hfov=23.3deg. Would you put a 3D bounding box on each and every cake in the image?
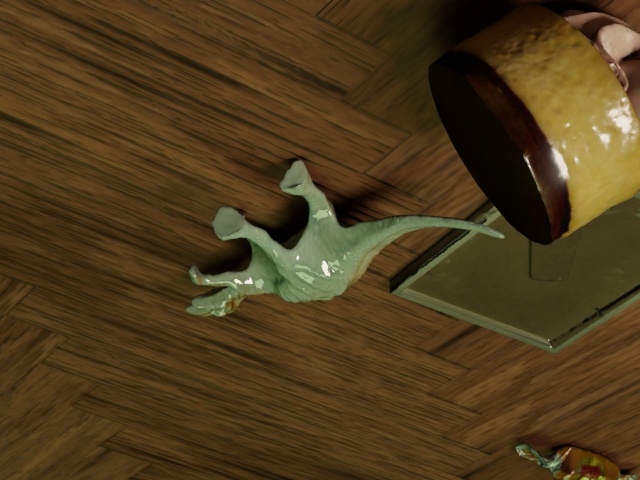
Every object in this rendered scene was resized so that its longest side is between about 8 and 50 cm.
[{"bbox_3d":[0.210,-0.113,1.293,0.178,0.207,0.185,-31,102,-5],"label":"cake"}]

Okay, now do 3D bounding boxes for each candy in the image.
[{"bbox_3d":[0.338,0.298,2.021,0.182,0.046,0.053,17,147,-22],"label":"candy"}]

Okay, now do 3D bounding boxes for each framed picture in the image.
[{"bbox_3d":[0.248,0.020,1.628,0.232,0.024,0.315,21,145,-23],"label":"framed picture"}]

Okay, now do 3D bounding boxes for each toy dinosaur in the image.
[{"bbox_3d":[0.000,0.000,1.566,0.392,0.092,0.205,-12,144,22],"label":"toy dinosaur"}]
